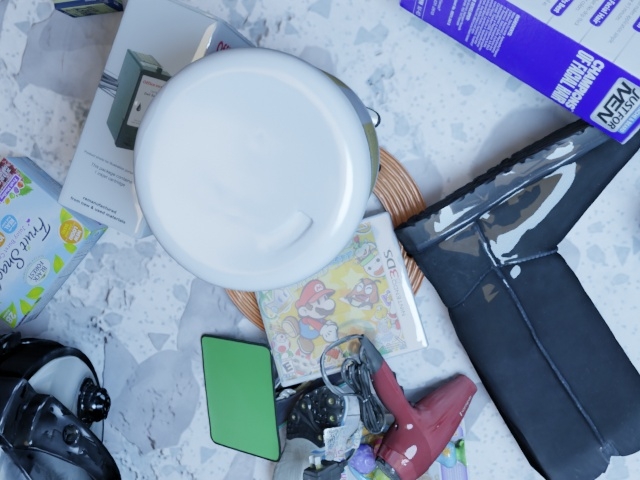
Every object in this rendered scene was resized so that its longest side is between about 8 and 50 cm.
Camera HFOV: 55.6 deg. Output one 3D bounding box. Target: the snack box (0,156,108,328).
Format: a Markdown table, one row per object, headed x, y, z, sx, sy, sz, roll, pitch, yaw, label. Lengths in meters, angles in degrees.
| x | y | z | sx | sy | sz | roll | pitch | yaw | label |
| --- | --- | --- | --- | --- | --- | --- | --- | --- | --- |
| -0.468 | 0.002 | 0.949 | 0.174 | 0.070 | 0.207 | 42 | 101 | -2 | snack box |

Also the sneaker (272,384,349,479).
| x | y | z | sx | sy | sz | roll | pitch | yaw | label |
| --- | --- | --- | --- | --- | --- | --- | --- | --- | --- |
| -0.008 | 0.306 | 0.928 | 0.085 | 0.086 | 0.237 | 39 | 123 | 30 | sneaker |

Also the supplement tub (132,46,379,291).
| x | y | z | sx | sy | sz | roll | pitch | yaw | label |
| --- | --- | --- | --- | --- | --- | --- | --- | --- | --- |
| -0.051 | -0.094 | 0.729 | 0.240 | 0.331 | 0.241 | 2 | 102 | 8 | supplement tub |

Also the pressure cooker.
| x | y | z | sx | sy | sz | roll | pitch | yaw | label |
| --- | --- | --- | --- | --- | --- | --- | --- | --- | --- |
| -0.495 | 0.307 | 0.849 | 0.419 | 0.370 | 0.376 | 3 | 89 | 3 | pressure cooker |

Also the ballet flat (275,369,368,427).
| x | y | z | sx | sy | sz | roll | pitch | yaw | label |
| --- | --- | --- | --- | --- | --- | --- | --- | --- | --- |
| -0.014 | 0.217 | 0.945 | 0.203 | 0.074 | 0.074 | -35 | 94 | 11 | ballet flat |

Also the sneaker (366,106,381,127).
| x | y | z | sx | sy | sz | roll | pitch | yaw | label |
| --- | --- | --- | --- | --- | --- | --- | --- | --- | --- |
| 0.035 | -0.184 | 0.893 | 0.108 | 0.044 | 0.040 | 10 | 98 | 2 | sneaker |

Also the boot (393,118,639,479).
| x | y | z | sx | sy | sz | roll | pitch | yaw | label |
| --- | --- | --- | --- | --- | --- | --- | --- | --- | --- |
| 0.368 | 0.085 | 0.852 | 0.366 | 0.146 | 0.446 | -31 | 94 | 11 | boot |

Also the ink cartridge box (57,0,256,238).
| x | y | z | sx | sy | sz | roll | pitch | yaw | label |
| --- | --- | --- | --- | --- | --- | --- | --- | --- | --- |
| -0.212 | -0.166 | 0.833 | 0.121 | 0.211 | 0.289 | 24 | 99 | 3 | ink cartridge box |

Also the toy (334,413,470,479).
| x | y | z | sx | sy | sz | roll | pitch | yaw | label |
| --- | --- | --- | --- | --- | --- | --- | --- | --- | --- |
| 0.114 | 0.346 | 0.958 | 0.237 | 0.056 | 0.137 | -6 | 97 | 6 | toy |

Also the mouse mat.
| x | y | z | sx | sy | sz | roll | pitch | yaw | label |
| --- | --- | --- | --- | --- | --- | --- | --- | --- | --- |
| -0.127 | 0.245 | 0.951 | 0.152 | 0.007 | 0.190 | 2 | 102 | 36 | mouse mat |

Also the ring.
| x | y | z | sx | sy | sz | roll | pitch | yaw | label |
| --- | --- | --- | --- | --- | --- | --- | --- | --- | --- |
| 0.000 | 0.000 | 0.930 | 0.336 | 0.032 | 0.337 | 1 | 98 | 4 | ring |

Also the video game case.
| x | y | z | sx | sy | sz | roll | pitch | yaw | label |
| --- | --- | --- | --- | --- | --- | --- | --- | --- | --- |
| 0.022 | 0.088 | 0.897 | 0.226 | 0.026 | 0.207 | -17 | 88 | 7 | video game case |

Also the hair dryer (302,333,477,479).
| x | y | z | sx | sy | sz | roll | pitch | yaw | label |
| --- | --- | --- | --- | --- | --- | --- | --- | --- | --- |
| 0.117 | 0.243 | 0.859 | 0.293 | 0.080 | 0.224 | 1 | 106 | -37 | hair dryer |

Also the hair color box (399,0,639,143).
| x | y | z | sx | sy | sz | roll | pitch | yaw | label |
| --- | --- | --- | --- | --- | --- | --- | --- | --- | --- |
| 0.290 | -0.293 | 0.751 | 0.338 | 0.110 | 0.185 | 37 | 69 | 14 | hair color box |

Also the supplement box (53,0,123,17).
| x | y | z | sx | sy | sz | roll | pitch | yaw | label |
| --- | --- | --- | --- | --- | --- | --- | --- | --- | --- |
| -0.344 | -0.379 | 0.888 | 0.083 | 0.056 | 0.083 | -5 | 98 | 6 | supplement box |
